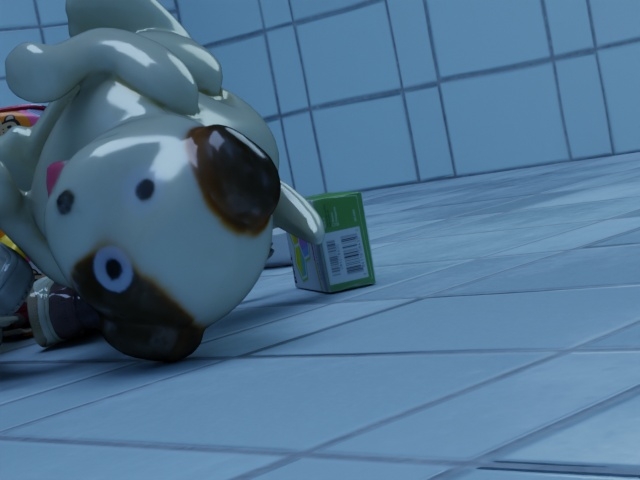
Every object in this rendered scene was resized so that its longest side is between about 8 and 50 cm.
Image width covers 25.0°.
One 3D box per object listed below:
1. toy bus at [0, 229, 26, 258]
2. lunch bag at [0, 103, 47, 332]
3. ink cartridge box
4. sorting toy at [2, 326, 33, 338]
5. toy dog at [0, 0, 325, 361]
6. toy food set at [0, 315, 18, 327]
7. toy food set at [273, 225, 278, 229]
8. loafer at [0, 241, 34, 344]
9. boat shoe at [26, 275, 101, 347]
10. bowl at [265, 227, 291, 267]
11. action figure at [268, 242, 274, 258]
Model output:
[{"bbox_3d":[-0.455,-0.002,1.735,0.220,0.149,0.211,25,42,1],"label":"toy bus"},{"bbox_3d":[-0.399,-0.030,1.881,0.258,0.293,0.120,-11,-15,-8],"label":"lunch bag"},{"bbox_3d":[0.000,0.000,1.728,0.062,0.109,0.209,-11,4,-15],"label":"ink cartridge box"},{"bbox_3d":[-0.355,0.112,1.797,0.083,0.012,0.062,-12,-2,43],"label":"sorting toy"},{"bbox_3d":[-0.171,-0.039,1.437,0.284,0.395,0.408,-49,18,9],"label":"toy dog"},{"bbox_3d":[-0.382,0.121,1.402,0.132,0.039,0.192,-5,-15,-37],"label":"toy food set"},{"bbox_3d":[-0.207,0.003,2.327,0.306,0.092,0.219,-15,6,-39],"label":"toy food set"},{"bbox_3d":[-0.379,0.078,1.535,0.319,0.111,0.112,-16,37,53],"label":"loafer"},{"bbox_3d":[-0.260,0.059,1.726,0.092,0.103,0.285,-5,9,13],"label":"boat shoe"},{"bbox_3d":[-0.038,0.005,2.146,0.142,0.053,0.142,-6,6,39],"label":"bowl"},{"bbox_3d":[-0.154,0.003,1.754,0.141,0.164,0.275,-47,-4,1],"label":"action figure"}]
